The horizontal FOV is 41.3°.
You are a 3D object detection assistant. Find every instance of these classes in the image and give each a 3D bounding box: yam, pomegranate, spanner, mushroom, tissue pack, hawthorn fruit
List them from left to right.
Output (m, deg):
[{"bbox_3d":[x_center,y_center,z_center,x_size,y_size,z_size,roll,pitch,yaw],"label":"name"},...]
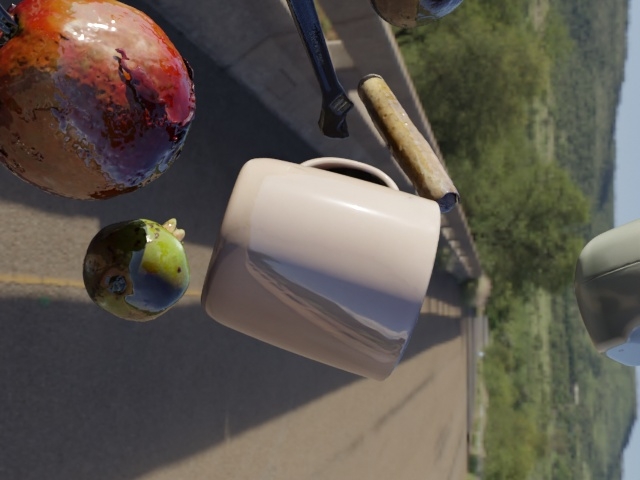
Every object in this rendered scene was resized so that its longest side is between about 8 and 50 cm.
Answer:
[{"bbox_3d":[-0.329,-0.192,1.168,0.316,0.315,0.316,-1,90,-76],"label":"hawthorn fruit"},{"bbox_3d":[-0.271,0.033,1.295,0.205,0.159,0.159,-56,143,-58],"label":"pomegranate"},{"bbox_3d":[-0.003,-0.193,0.919,0.012,0.046,0.209,-116,-177,-50],"label":"spanner"},{"bbox_3d":[0.104,-0.121,1.041,0.046,0.046,0.264,74,-6,-45],"label":"yam"},{"bbox_3d":[0.168,-0.415,1.290,0.231,0.138,0.194,-17,122,-46],"label":"mushroom"},{"bbox_3d":[0.604,0.058,1.421,0.229,0.333,0.236,22,54,-45],"label":"tissue pack"}]

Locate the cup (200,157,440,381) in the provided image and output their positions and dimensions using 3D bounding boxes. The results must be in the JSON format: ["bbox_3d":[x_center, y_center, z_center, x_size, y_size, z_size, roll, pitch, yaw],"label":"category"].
[{"bbox_3d":[0.000,0.000,0.883,0.192,0.200,0.253,112,-5,-46],"label":"cup"}]
